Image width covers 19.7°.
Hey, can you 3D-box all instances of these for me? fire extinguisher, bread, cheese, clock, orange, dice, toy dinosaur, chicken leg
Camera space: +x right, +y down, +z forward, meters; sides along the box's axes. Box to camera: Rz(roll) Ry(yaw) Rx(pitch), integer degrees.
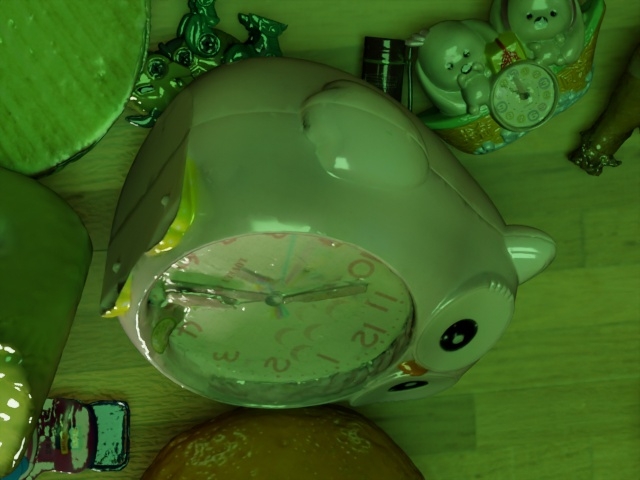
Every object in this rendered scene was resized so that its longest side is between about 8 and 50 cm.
[{"bbox_3d":[0.061,-0.126,1.866,0.064,0.043,0.158,5,101,6],"label":"fire extinguisher"},{"bbox_3d":[-0.307,-0.205,1.783,0.301,0.045,0.301,0,91,7],"label":"bread"},{"bbox_3d":[-0.316,0.199,1.878,0.244,0.062,0.155,2,99,-7],"label":"cheese"},{"bbox_3d":[0.185,-0.182,1.838,0.231,0.103,0.144,-32,112,-1],"label":"clock"},{"bbox_3d":[-0.035,0.330,1.807,0.340,0.293,0.340,-1,111,-3],"label":"orange"},{"bbox_3d":[0.000,0.000,1.758,0.377,0.250,0.368,20,134,-22],"label":"clock"},{"bbox_3d":[-0.357,0.071,1.729,0.238,0.227,0.233,20,129,-9],"label":"dice"},{"bbox_3d":[-0.080,-0.162,1.823,0.259,0.094,0.153,16,95,-13],"label":"toy dinosaur"},{"bbox_3d":[0.331,-0.149,1.875,0.085,0.101,0.207,37,115,-8],"label":"chicken leg"}]
